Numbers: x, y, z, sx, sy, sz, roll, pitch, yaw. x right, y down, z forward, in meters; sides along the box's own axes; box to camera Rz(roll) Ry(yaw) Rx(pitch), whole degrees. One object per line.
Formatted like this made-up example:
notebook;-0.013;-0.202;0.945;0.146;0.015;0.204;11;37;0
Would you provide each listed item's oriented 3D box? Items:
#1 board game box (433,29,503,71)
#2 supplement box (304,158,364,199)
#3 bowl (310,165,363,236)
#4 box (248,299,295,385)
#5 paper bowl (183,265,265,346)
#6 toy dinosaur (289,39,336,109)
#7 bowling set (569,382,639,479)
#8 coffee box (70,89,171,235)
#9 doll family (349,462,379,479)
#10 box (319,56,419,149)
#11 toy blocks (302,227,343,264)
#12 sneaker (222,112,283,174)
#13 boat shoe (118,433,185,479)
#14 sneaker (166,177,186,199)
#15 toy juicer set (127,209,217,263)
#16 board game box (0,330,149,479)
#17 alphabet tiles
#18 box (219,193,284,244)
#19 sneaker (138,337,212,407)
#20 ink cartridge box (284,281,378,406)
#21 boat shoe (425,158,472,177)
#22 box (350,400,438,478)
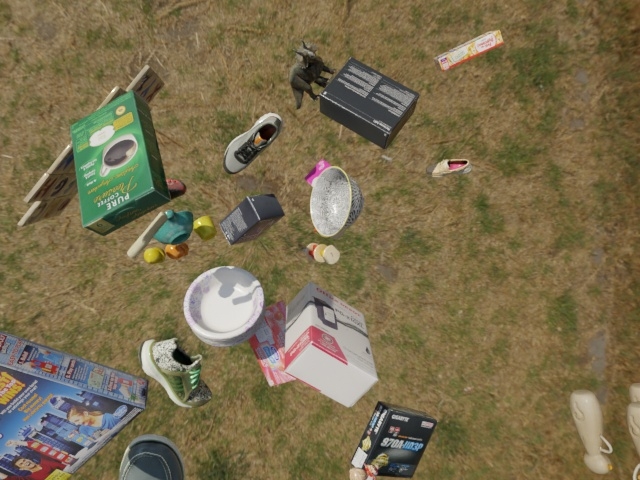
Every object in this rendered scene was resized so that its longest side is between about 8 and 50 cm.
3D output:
board game box;0.472;-0.613;1.446;0.194;0.146;0.045;-21;109;17
supplement box;0.057;-0.207;1.795;0.114;0.111;0.220;-48;131;6
bowl;0.053;-0.092;1.100;0.080;0.170;0.169;4;90;-34
box;-0.178;0.419;1.833;0.154;0.142;0.299;-27;89;35
paper bowl;-0.341;0.248;1.634;0.285;0.148;0.284;0;57;0
toy dinosaur;-0.047;-0.606;1.633;0.160;0.313;0.120;30;66;-12
bowling set;0.608;0.335;0.760;0.200;0.287;0.154;-11;87;-15
coffee box;-0.276;-0.108;0.610;0.113;0.040;0.184;-27;63;7
doll family;0.050;0.615;0.976;0.263;0.118;0.163;-36;120;-10
box;0.154;-0.443;1.444;0.261;0.103;0.184;34;71;12
toy blocks;0.000;0.000;1.259;0.054;0.148;0.123;10;88;-30
sneaker;-0.241;-0.333;1.551;0.271;0.108;0.100;-42;111;13
boat shoe;-0.319;0.498;0.811;0.117;0.099;0.319;11;110;-11
sneaker;-0.655;-0.172;1.756;0.276;0.097;0.135;-10;55;-34
toy juicer set;-0.462;-0.017;1.317;0.209;0.329;0.089;-36;78;8
board game box;-0.364;0.211;0.566;0.194;0.060;0.194;-42;118;4
alphabet tiles;-0.405;-0.170;0.817;0.011;0.285;0.342;39;90;-15
box;-0.272;-0.085;1.774;0.207;0.153;0.108;-36;78;36
sneaker;-0.541;0.534;1.806;0.182;0.158;0.410;-22;126;15
ink cartridge box;0.017;0.220;0.992;0.172;0.237;0.100;34;109;-17
boat shoe;0.479;-0.279;1.682;0.170;0.059;0.062;-4;63;21
box;0.198;0.528;1.177;0.220;0.051;0.175;29;85;-37
